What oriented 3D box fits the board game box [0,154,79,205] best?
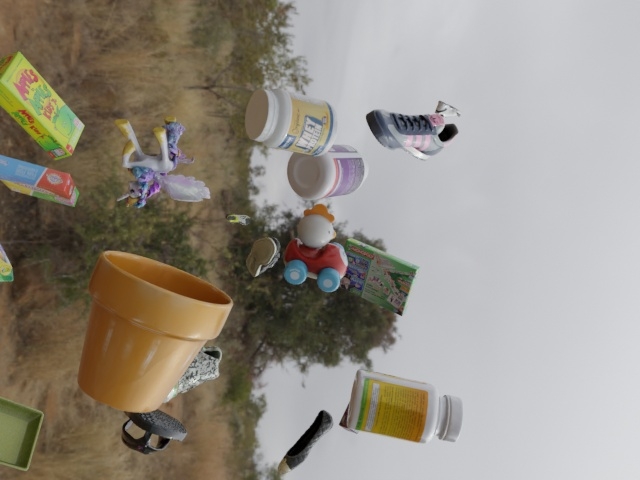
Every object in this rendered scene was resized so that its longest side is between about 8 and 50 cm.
[{"bbox_3d":[-1.047,-0.216,1.948,0.316,0.242,0.064,158,-54,-70],"label":"board game box"}]

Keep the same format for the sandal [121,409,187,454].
[{"bbox_3d":[-0.480,0.525,1.458,0.107,0.167,0.445,-66,-165,-21],"label":"sandal"}]

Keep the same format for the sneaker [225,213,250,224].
[{"bbox_3d":[-0.256,-0.070,1.626,0.035,0.083,0.031,34,-71,49],"label":"sneaker"}]

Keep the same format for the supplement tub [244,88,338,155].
[{"bbox_3d":[-0.072,-0.294,1.304,0.144,0.199,0.145,-8,-100,55],"label":"supplement tub"}]

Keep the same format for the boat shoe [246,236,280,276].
[{"bbox_3d":[-0.168,0.041,1.649,0.084,0.079,0.233,63,-29,11],"label":"boat shoe"}]

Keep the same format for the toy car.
[{"bbox_3d":[0.000,0.000,1.673,0.219,0.210,0.238,-75,179,-62],"label":"toy car"}]

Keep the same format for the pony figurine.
[{"bbox_3d":[-0.632,-0.300,2.068,0.303,0.350,0.364,53,-37,39],"label":"pony figurine"}]

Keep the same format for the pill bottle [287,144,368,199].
[{"bbox_3d":[0.039,-0.242,1.822,0.323,0.181,0.182,-14,112,-57],"label":"pill bottle"}]

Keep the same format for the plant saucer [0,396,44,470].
[{"bbox_3d":[-0.910,0.551,1.495,0.045,0.188,0.188,-36,-143,19],"label":"plant saucer"}]

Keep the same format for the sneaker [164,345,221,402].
[{"bbox_3d":[-0.343,0.306,1.313,0.410,0.181,0.158,-175,-95,-70],"label":"sneaker"}]

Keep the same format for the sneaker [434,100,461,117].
[{"bbox_3d":[0.402,-0.408,1.663,0.040,0.109,0.044,51,-58,47],"label":"sneaker"}]

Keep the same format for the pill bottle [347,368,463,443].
[{"bbox_3d":[0.192,0.387,1.204,0.136,0.245,0.137,11,90,-87],"label":"pill bottle"}]

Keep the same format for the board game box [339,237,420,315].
[{"bbox_3d":[0.226,0.146,2.133,0.046,0.317,0.214,-22,131,-57],"label":"board game box"}]

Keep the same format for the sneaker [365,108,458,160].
[{"bbox_3d":[0.244,-0.299,1.369,0.131,0.319,0.112,-29,-108,35],"label":"sneaker"}]

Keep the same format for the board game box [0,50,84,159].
[{"bbox_3d":[-0.538,-0.252,0.998,0.181,0.043,0.092,61,23,-47],"label":"board game box"}]

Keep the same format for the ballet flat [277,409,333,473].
[{"bbox_3d":[-0.039,0.468,1.224,0.049,0.173,0.057,55,-23,-22],"label":"ballet flat"}]

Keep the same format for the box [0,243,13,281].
[{"bbox_3d":[-0.658,0.003,0.994,0.179,0.043,0.105,60,-1,6],"label":"box"}]

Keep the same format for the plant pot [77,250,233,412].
[{"bbox_3d":[-0.261,0.140,0.783,0.205,0.205,0.188,-156,-91,-80],"label":"plant pot"}]

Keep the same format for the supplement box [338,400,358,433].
[{"bbox_3d":[0.101,0.533,1.585,0.055,0.043,0.083,-10,-135,57],"label":"supplement box"}]
